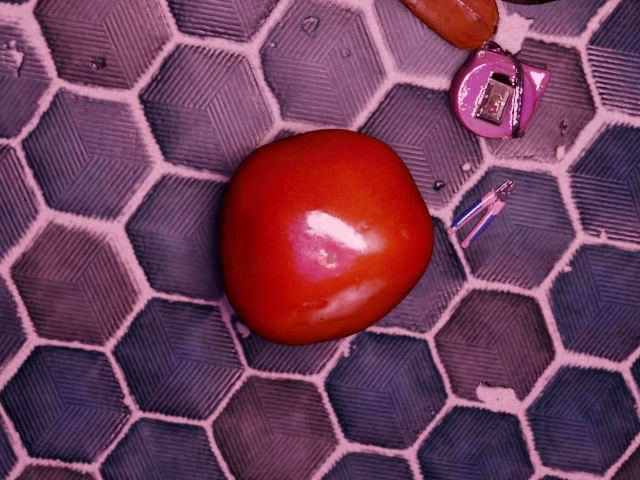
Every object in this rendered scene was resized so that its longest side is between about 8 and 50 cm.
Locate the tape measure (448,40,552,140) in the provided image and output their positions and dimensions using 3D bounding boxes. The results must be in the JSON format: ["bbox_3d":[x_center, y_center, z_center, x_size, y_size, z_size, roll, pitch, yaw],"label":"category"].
[{"bbox_3d":[0.233,-0.197,1.835,0.118,0.074,0.125,17,98,-8],"label":"tape measure"}]

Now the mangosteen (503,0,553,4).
[{"bbox_3d":[0.291,-0.431,1.671,0.313,0.297,0.297,-12,104,-17],"label":"mangosteen"}]

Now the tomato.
[{"bbox_3d":[0.000,0.000,1.780,0.299,0.226,0.298,-1,104,-2],"label":"tomato"}]

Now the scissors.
[{"bbox_3d":[0.225,-0.041,1.901,0.039,0.012,0.113,42,96,-13],"label":"scissors"}]

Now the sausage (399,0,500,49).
[{"bbox_3d":[0.101,-0.374,1.771,0.330,0.102,0.102,42,96,-13],"label":"sausage"}]
